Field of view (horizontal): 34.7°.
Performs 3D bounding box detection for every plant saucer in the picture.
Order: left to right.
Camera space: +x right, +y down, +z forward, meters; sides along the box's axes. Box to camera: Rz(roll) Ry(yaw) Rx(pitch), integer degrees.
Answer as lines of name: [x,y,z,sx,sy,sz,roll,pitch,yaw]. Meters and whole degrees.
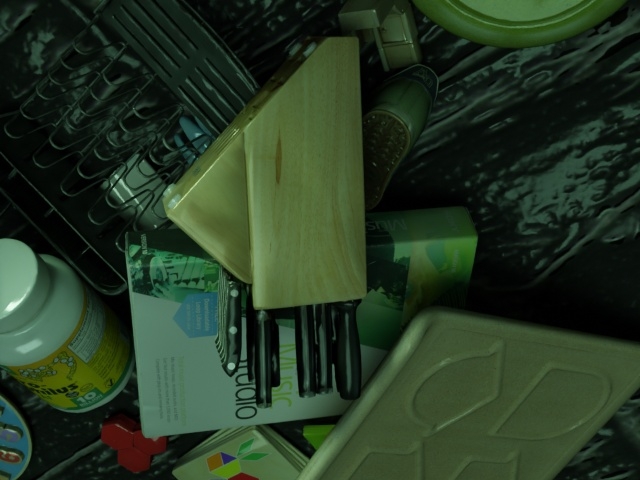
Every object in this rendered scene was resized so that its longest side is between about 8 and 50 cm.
plant saucer: [0.165,-0.262,0.829,0.240,0.037,0.241,3,123,5]

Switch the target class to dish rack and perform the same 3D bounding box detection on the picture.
dish rack: [-0.178,-0.096,0.930,0.208,0.074,0.271,46,127,-8]

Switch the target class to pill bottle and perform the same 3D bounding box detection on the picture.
pill bottle: [-0.274,0.085,1.019,0.117,0.118,0.208,-5,150,11]

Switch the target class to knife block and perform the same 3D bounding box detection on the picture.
knife block: [0.000,0.000,0.857,0.242,0.088,0.276,41,91,-17]

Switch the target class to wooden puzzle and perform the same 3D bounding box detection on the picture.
wooden puzzle: [0.142,0.184,1.042,0.347,0.080,0.322,8,129,-33]

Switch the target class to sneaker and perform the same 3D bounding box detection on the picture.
sneaker: [0.054,-0.091,0.935,0.064,0.086,0.192,35,152,-2]

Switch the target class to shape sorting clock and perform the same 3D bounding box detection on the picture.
shape sorting clock: [-0.450,0.234,1.232,0.206,0.040,0.206,4,123,6]

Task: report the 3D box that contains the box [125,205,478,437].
box: [-0.020,0.082,0.994,0.321,0.058,0.232,-6,131,-11]

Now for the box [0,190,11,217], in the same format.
box: [-0.640,-0.033,0.924,0.471,0.297,0.480,-33,108,24]

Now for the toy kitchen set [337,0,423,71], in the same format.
toy kitchen set: [0.037,-0.172,0.873,0.068,0.075,0.083,-2,127,27]

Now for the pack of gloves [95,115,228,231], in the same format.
pack of gloves: [-0.091,-0.007,1.005,0.232,0.046,0.195,43,128,-17]

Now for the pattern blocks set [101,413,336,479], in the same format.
pattern blocks set: [-0.076,0.290,1.223,0.285,0.026,0.325,-23,117,21]
